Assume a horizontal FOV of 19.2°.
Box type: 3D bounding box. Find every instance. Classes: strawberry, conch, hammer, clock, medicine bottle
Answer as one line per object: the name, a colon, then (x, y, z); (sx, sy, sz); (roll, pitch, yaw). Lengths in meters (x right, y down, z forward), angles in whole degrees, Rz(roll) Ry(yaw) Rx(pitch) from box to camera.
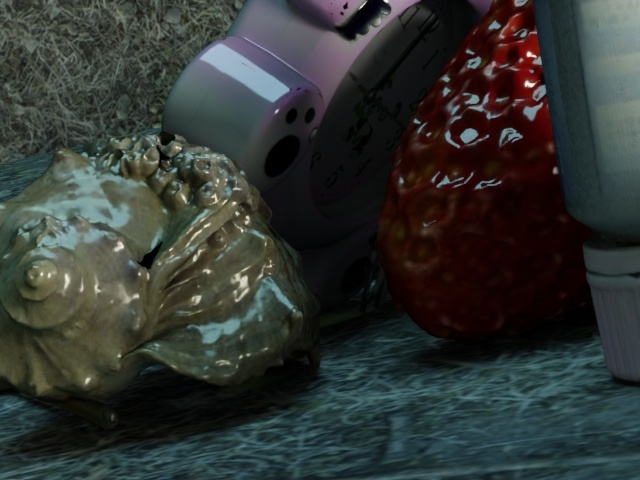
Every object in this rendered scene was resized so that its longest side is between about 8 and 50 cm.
strawberry: (0.129, -0.038, 1.050); (0.244, 0.205, 0.205); (-38, 20, -23)
conch: (-0.085, 0.028, 1.020); (0.178, 0.163, 0.245); (37, 3, 17)
hammer: (-0.162, 0.086, 1.058); (0.060, 0.028, 0.195); (-20, 13, -25)
clock: (0.024, -0.101, 1.156); (0.090, 0.248, 0.227); (33, -12, 28)
medicine bottle: (0.151, -0.038, 0.886); (0.083, 0.203, 0.083); (-8, 8, 1)

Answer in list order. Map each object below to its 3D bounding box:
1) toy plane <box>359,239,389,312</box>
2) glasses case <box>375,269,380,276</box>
toy plane: (0.142, -0.043, 1.224); (0.107, 0.182, 0.273); (28, 26, 21)
glasses case: (0.000, 0.000, 1.356); (0.205, 0.047, 0.071); (-3, 12, 38)
